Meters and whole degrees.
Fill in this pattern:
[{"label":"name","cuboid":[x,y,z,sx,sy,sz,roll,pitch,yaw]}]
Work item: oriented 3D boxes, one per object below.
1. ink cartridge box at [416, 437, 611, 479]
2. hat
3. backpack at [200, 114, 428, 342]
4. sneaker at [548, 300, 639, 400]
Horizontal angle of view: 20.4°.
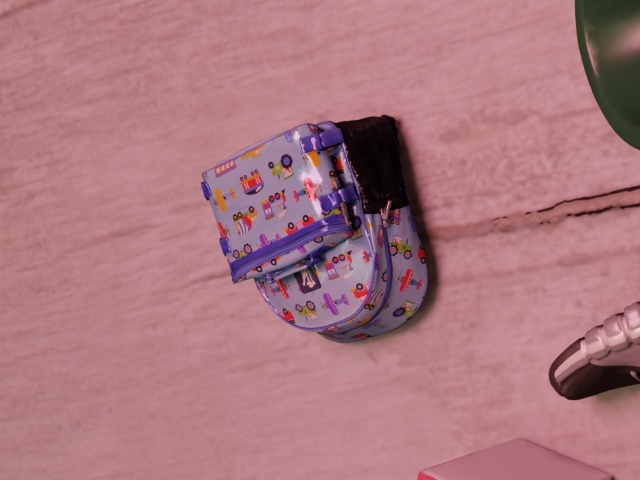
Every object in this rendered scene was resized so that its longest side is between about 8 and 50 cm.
[{"label":"ink cartridge box","cuboid":[0.123,0.273,1.341,0.092,0.158,0.217,21,106,32]},{"label":"hat","cuboid":[0.300,-0.170,1.257,0.208,0.184,0.173,115,141,-71]},{"label":"backpack","cuboid":[0.000,0.000,1.437,0.158,0.117,0.173,-18,86,37]},{"label":"sneaker","cuboid":[0.275,0.093,1.262,0.229,0.086,0.132,-35,76,32]}]
